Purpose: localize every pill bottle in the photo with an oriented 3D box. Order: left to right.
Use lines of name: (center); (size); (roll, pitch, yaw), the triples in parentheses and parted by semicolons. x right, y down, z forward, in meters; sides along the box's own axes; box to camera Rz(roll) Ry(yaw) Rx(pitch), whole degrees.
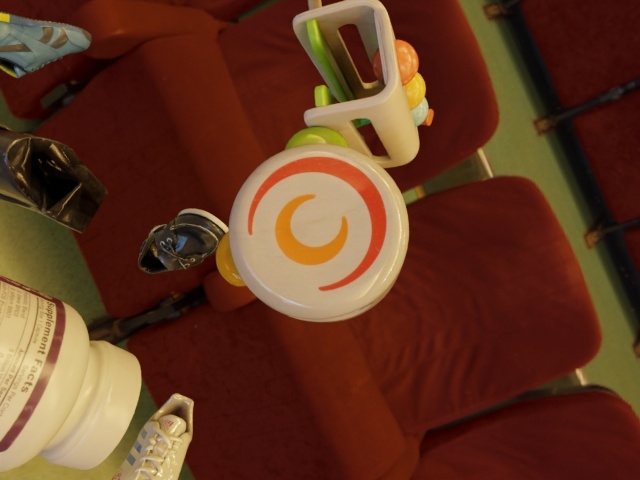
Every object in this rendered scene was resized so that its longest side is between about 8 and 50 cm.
pill bottle: (-0.325, 0.109, 0.543); (0.302, 0.169, 0.169); (35, 51, -36)

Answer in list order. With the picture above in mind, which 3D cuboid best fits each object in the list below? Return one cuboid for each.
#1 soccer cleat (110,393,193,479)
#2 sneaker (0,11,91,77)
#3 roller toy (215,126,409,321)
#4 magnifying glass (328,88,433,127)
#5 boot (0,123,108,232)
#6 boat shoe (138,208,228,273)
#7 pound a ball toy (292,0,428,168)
soccer cleat: (-0.315, 0.414, 1.127); (0.116, 0.143, 0.331); (25, 18, -10)
sneaker: (-0.402, -0.264, 0.828); (0.209, 0.069, 0.082); (-28, 121, -64)
roller toy: (0.000, 0.000, 0.685); (0.191, 0.146, 0.209); (39, 85, 10)
magnifying glass: (0.098, -0.240, 1.109); (0.026, 0.231, 0.092); (12, 93, -56)
boot: (-0.617, -0.164, 0.954); (0.146, 0.445, 0.367); (-66, 154, -4)
boat shoe: (-0.321, 0.017, 1.342); (0.127, 0.340, 0.113); (49, 57, -27)
pound a ball toy: (0.056, -0.227, 0.755); (0.319, 0.136, 0.208); (28, 54, -74)
